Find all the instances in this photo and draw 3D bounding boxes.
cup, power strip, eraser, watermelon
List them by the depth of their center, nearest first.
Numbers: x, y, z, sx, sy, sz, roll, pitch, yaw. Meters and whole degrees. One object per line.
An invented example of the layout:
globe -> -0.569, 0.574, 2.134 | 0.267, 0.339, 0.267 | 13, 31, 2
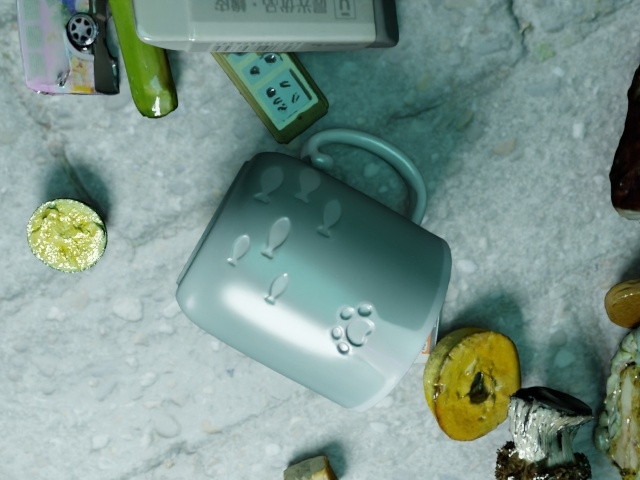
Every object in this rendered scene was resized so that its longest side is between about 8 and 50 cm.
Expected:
eraser -> -0.051, -0.280, 0.741 | 0.352, 0.061, 0.089 | -8, 94, -20
power strip -> -0.132, -0.302, 0.778 | 0.092, 0.066, 0.387 | -38, 103, 2
cup -> 0.000, 0.000, 0.786 | 0.274, 0.259, 0.356 | 29, 68, -10
watermelon -> -0.343, -0.012, 0.829 | 0.105, 0.062, 0.105 | -2, 111, -6
eraser -> 0.152, 0.126, 0.918 | 0.052, 0.029, 0.122 | 3, 103, -5

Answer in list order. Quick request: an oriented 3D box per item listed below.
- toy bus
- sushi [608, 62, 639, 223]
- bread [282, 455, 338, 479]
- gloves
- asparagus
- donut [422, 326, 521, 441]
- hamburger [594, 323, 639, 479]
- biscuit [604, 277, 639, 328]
toy bus -> -0.315, -0.320, 0.747 | 0.112, 0.090, 0.274 | 1, 102, 4
sushi -> 0.548, -0.134, 0.754 | 0.281, 0.299, 0.294 | 10, 101, -23
bread -> -0.014, 0.385, 0.946 | 0.083, 0.077, 0.070 | -21, 92, 1
gloves -> 0.337, 0.382, 0.915 | 0.135, 0.210, 0.312 | 2, 79, 24
asparagus -> -0.229, -0.287, 0.740 | 0.060, 0.067, 0.277 | -4, 122, 5
donut -> 0.226, 0.210, 0.915 | 0.162, 0.065, 0.178 | -13, 109, -20
hamburger -> 0.535, 0.260, 0.902 | 0.192, 0.167, 0.288 | -1, 111, -9
biscuit -> 0.568, 0.078, 0.870 | 0.290, 0.041, 0.208 | -6, 146, 17
